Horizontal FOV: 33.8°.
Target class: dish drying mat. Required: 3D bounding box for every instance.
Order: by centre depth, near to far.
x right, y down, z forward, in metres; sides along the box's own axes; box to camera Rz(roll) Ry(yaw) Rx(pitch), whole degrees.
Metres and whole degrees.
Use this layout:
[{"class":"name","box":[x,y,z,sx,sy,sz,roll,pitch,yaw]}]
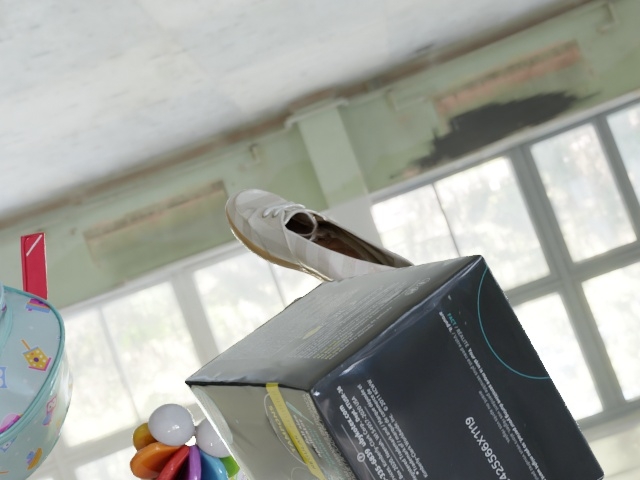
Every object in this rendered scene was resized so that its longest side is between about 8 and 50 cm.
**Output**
[{"class":"dish drying mat","box":[-0.338,0.033,1.244,0.008,0.083,0.032,13,-161,40]}]

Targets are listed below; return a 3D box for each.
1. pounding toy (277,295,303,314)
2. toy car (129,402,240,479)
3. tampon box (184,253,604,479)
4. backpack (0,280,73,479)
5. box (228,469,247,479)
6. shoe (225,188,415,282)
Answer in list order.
[{"class":"pounding toy","box":[-0.008,0.113,1.423,0.206,0.094,0.181,-45,161,30]},{"class":"toy car","box":[-0.215,0.357,1.670,0.181,0.136,0.159,16,127,-10]},{"class":"tampon box","box":[0.027,0.089,0.505,0.101,0.120,0.161,-35,-172,-25]},{"class":"backpack","box":[-0.277,0.093,0.763,0.188,0.166,0.144,17,135,-1]},{"class":"box","box":[-0.184,0.462,1.989,0.103,0.114,0.203,-16,-137,53]},{"class":"shoe","box":[0.000,0.000,0.977,0.076,0.219,0.058,-30,142,-43]}]
